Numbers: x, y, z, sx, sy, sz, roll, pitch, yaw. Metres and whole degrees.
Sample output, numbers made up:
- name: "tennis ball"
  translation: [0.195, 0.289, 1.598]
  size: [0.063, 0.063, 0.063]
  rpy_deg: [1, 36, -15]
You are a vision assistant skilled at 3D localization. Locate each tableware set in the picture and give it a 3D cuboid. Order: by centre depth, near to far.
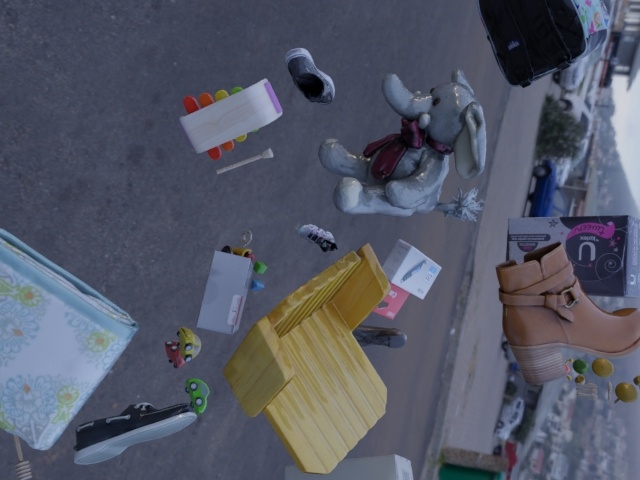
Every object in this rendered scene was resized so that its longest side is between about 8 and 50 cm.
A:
- name: "tableware set"
  translation: [0.679, 0.331, 1.312]
  size: [0.024, 0.154, 0.104]
  rpy_deg: [66, 32, -54]

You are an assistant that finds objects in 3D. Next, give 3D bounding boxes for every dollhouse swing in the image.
- name: "dollhouse swing"
  translation: [0.037, 0.258, 1.156]
  size: [0.346, 0.305, 0.315]
  rpy_deg: [-31, 164, -42]

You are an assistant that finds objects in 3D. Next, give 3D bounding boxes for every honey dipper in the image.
- name: "honey dipper"
  translation: [-0.673, 0.451, 1.234]
  size: [0.161, 0.030, 0.030]
  rpy_deg: [68, 16, 17]

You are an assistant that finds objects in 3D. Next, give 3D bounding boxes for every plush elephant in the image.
- name: "plush elephant"
  translation: [0.179, -0.182, 1.002]
  size: [0.272, 0.329, 0.256]
  rpy_deg: [-91, -165, -63]

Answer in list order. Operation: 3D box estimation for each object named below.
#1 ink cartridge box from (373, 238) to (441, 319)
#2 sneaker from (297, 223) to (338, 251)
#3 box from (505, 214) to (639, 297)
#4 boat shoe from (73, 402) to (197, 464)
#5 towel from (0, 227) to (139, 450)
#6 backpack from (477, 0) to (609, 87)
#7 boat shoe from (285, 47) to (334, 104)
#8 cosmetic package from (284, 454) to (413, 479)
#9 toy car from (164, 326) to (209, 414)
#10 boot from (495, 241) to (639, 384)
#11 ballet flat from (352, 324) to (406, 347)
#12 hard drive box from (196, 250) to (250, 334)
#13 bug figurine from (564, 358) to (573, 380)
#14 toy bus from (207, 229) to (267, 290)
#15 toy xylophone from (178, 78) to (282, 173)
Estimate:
- name: "ink cartridge box"
  translation: [0.282, 0.156, 1.922]
  size: [0.261, 0.066, 0.296]
  rpy_deg: [-59, 145, 2]
- name: "sneaker"
  translation: [0.000, 0.000, 1.242]
  size: [0.098, 0.069, 0.038]
  rpy_deg: [13, 118, -36]
- name: "box"
  translation: [0.532, 0.032, 1.166]
  size: [0.142, 0.247, 0.164]
  rpy_deg: [7, 85, -46]
- name: "boat shoe"
  translation: [-0.435, 0.424, 1.285]
  size: [0.114, 0.302, 0.091]
  rpy_deg: [68, 2, -60]
- name: "towel"
  translation: [-0.609, 0.193, 1.113]
  size: [0.321, 0.374, 0.090]
  rpy_deg: [-52, -170, 3]
- name: "backpack"
  translation: [0.467, -0.489, 1.181]
  size: [0.191, 0.225, 0.254]
  rpy_deg: [-36, 101, -31]
- name: "boat shoe"
  translation: [-0.016, -0.366, 1.317]
  size: [0.228, 0.080, 0.076]
  rpy_deg: [40, 35, -69]
- name: "cosmetic package"
  translation: [0.077, 0.641, 1.460]
  size: [0.160, 0.309, 0.113]
  rpy_deg: [47, 33, -54]
- name: "toy car"
  translation: [-0.347, 0.354, 1.501]
  size: [0.053, 0.239, 0.225]
  rpy_deg: [-15, 76, -31]
- name: "boot"
  translation: [0.449, 0.107, 0.993]
  size: [0.109, 0.283, 0.220]
  rpy_deg: [-172, -115, -82]
- name: "ballet flat"
  translation: [0.166, 0.315, 1.874]
  size: [0.058, 0.249, 0.084]
  rpy_deg: [-74, 165, -56]
- name: "hard drive box"
  translation: [-0.230, 0.131, 1.368]
  size: [0.232, 0.089, 0.181]
  rpy_deg: [127, -24, -82]
- name: "bug figurine"
  translation: [0.663, 0.271, 1.503]
  size: [0.072, 0.216, 0.279]
  rpy_deg: [-50, 179, -41]
- name: "toy bus"
  translation: [-0.267, 0.085, 1.596]
  size: [0.191, 0.202, 0.104]
  rpy_deg: [-44, 143, 22]
- name: "toy xylophone"
  translation: [-0.266, -0.335, 1.650]
  size: [0.081, 0.322, 0.236]
  rpy_deg: [-71, 147, -63]
